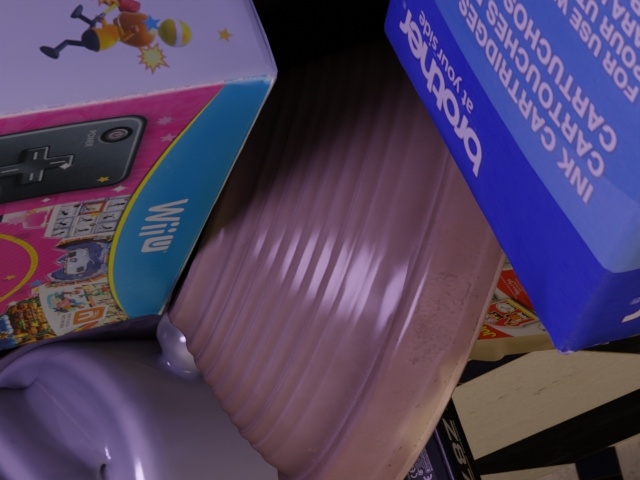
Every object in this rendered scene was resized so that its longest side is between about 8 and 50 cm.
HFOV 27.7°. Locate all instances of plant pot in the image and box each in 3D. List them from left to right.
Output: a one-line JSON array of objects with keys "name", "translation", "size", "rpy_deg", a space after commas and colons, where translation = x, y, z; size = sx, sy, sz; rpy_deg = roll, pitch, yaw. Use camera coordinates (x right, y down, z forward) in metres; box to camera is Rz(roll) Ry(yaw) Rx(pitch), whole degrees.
[{"name": "plant pot", "translation": [0.000, 0.000, 0.591], "size": [0.110, 0.237, 0.237], "rpy_deg": [19, 152, -8]}]

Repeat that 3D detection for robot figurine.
[{"name": "robot figurine", "translation": [-0.106, 0.169, 0.916], "size": [0.353, 0.200, 0.300], "rpy_deg": [6, 120, -51]}]

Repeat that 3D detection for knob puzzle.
[{"name": "knob puzzle", "translation": [0.088, 0.032, 0.923], "size": [0.213, 0.030, 0.213], "rpy_deg": [7, 150, 4]}]

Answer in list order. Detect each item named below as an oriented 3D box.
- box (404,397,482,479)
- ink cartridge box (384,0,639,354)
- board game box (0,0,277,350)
[{"name": "box", "translation": [0.003, 0.301, 1.097], "size": [0.318, 0.394, 0.097], "rpy_deg": [-26, 161, 16]}, {"name": "ink cartridge box", "translation": [0.181, -0.121, 0.348], "size": [0.270, 0.151, 0.395], "rpy_deg": [-14, 151, -16]}, {"name": "board game box", "translation": [-0.193, -0.020, 0.453], "size": [0.303, 0.097, 0.224], "rpy_deg": [-13, 161, -22]}]
